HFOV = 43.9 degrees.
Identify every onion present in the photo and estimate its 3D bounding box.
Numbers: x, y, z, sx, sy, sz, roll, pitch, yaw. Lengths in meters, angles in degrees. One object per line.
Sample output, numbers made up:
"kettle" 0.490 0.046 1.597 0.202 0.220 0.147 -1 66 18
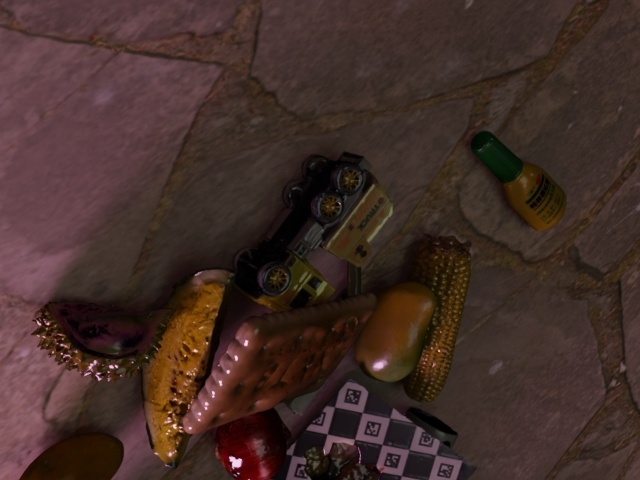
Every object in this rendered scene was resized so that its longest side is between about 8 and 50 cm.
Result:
"onion" -0.105 0.316 1.249 0.131 0.131 0.131 -10 110 -30

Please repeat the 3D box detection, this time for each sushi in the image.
"sushi" 0.079 0.406 1.393 0.290 0.050 0.264 39 95 -12

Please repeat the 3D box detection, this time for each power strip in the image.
"power strip" -0.021 0.258 1.355 0.090 0.016 0.040 -52 125 -8

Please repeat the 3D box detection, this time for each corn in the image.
"corn" 0.197 0.141 1.409 0.106 0.106 0.305 -1 109 -32

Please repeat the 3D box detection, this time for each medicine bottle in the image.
"medicine bottle" 0.363 -0.113 1.459 0.260 0.064 0.095 36 84 -34

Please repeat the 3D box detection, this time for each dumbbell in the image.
"dumbbell" 0.056 0.057 1.321 0.046 0.052 0.117 2 109 8

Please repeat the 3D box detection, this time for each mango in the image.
"mango" 0.123 0.152 1.354 0.086 0.122 0.191 -6 117 -59
"mango" -0.357 0.335 1.123 0.163 0.090 0.111 -53 137 -19

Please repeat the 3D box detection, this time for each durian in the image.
"durian" -0.297 0.156 1.073 0.187 0.108 0.119 6 116 -17

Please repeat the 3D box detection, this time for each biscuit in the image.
"biscuit" -0.046 0.177 1.172 0.325 0.044 0.217 -4 130 -56

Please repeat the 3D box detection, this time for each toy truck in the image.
"toy truck" 0.000 0.000 1.221 0.157 0.124 0.272 40 82 -30

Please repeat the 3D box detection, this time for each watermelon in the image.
"watermelon" -0.185 0.167 1.152 0.123 0.129 0.301 12 101 -31

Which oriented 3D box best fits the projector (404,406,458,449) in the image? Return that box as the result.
"projector" 0.136 0.483 1.473 0.108 0.108 0.337 26 90 -36
